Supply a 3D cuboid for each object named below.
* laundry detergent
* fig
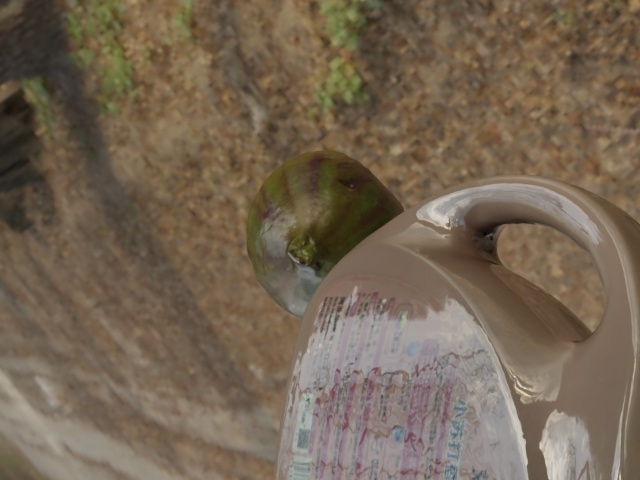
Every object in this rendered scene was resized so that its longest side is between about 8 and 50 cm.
[{"bbox_3d":[0.079,0.056,0.468,0.076,0.171,0.237,16,166,-33],"label":"laundry detergent"},{"bbox_3d":[0.000,0.000,0.778,0.109,0.103,0.155,26,-171,14],"label":"fig"}]
